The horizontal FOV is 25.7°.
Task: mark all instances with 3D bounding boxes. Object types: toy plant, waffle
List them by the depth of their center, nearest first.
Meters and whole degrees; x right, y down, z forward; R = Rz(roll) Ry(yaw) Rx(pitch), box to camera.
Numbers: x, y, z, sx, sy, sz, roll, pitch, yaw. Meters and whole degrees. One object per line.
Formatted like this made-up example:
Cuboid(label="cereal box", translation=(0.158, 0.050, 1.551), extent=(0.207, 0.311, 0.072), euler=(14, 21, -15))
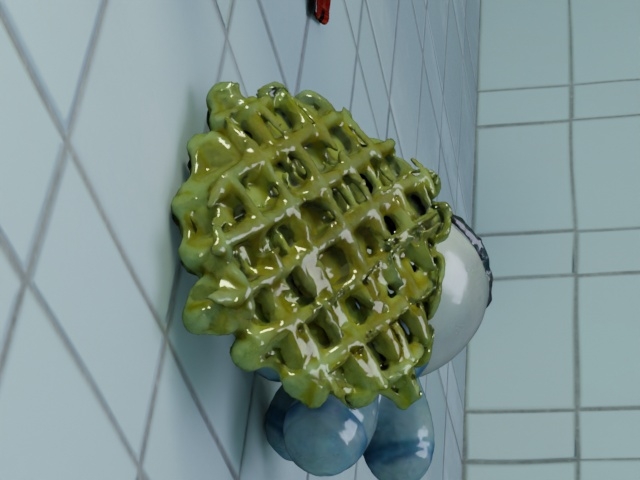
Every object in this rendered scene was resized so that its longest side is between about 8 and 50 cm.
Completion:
Cuboid(label="waffle", translation=(0.000, 0.000, 1.284), extent=(0.297, 0.073, 0.317), euler=(23, 53, -26))
Cuboid(label="toy plant", translation=(0.043, 0.125, 1.478), extent=(0.332, 0.247, 0.247), euler=(-65, 150, -50))

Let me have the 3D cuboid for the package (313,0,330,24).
Cuboid(label="package", translation=(-0.003, -0.385, 1.826), extent=(0.083, 0.022, 0.201), euler=(4, 84, -77))
